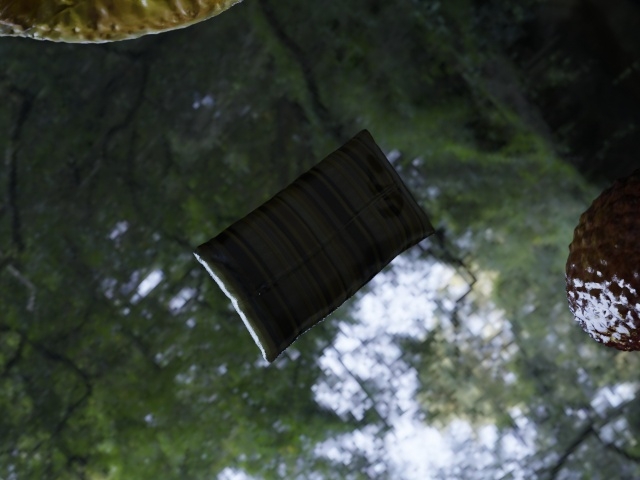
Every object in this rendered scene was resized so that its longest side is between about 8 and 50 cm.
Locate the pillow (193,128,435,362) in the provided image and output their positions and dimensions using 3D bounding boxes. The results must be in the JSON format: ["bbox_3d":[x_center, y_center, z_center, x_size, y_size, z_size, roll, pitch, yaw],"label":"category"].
[{"bbox_3d":[0.000,0.000,1.098,0.203,0.038,0.113,-38,-83,-30],"label":"pillow"}]

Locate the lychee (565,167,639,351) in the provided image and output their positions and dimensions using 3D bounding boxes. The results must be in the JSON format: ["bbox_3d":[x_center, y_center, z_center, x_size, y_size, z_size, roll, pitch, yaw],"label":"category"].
[{"bbox_3d":[0.433,0.030,1.664,0.261,0.260,0.260,31,-146,-24],"label":"lychee"}]

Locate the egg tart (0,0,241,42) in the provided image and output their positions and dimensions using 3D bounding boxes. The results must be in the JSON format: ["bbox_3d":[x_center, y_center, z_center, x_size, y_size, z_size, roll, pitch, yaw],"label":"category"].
[{"bbox_3d":[-0.177,-0.271,1.121,0.319,0.319,0.128,-2,-106,-52],"label":"egg tart"}]
